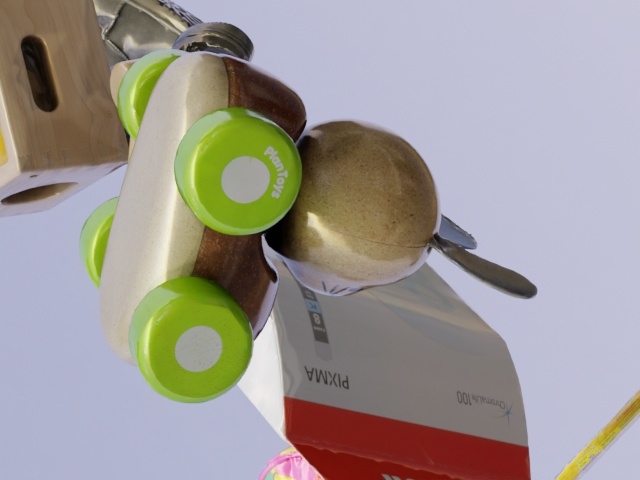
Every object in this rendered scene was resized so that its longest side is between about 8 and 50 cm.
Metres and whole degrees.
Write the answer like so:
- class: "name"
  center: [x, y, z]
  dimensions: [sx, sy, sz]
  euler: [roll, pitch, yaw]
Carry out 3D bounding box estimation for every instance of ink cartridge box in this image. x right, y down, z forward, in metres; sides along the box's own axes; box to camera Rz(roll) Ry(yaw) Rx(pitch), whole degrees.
- class: "ink cartridge box"
  center: [0.065, 0.112, 1.456]
  dimensions: [0.308, 0.091, 0.385]
  euler: [17, -161, -44]

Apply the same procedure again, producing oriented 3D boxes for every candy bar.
- class: "candy bar"
  center: [0.268, 0.174, 1.652]
  dimensions: [0.018, 0.161, 0.040]
  euler: [45, -177, 20]

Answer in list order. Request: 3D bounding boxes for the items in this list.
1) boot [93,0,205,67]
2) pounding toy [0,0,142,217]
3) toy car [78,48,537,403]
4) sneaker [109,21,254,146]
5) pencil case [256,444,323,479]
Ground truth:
- class: "boot"
  center: [-0.194, -0.130, 1.635]
  dimensions: [0.189, 0.208, 0.076]
  euler: [33, -170, 3]
- class: "pounding toy"
  center: [-0.178, -0.074, 1.143]
  dimensions: [0.094, 0.206, 0.181]
  euler: [-9, -99, -36]
- class: "toy car"
  center: [0.000, 0.000, 0.841]
  dimensions: [0.188, 0.149, 0.155]
  euler: [11, -166, -21]
- class: "sneaker"
  center: [-0.122, -0.089, 1.240]
  dimensions: [0.051, 0.170, 0.089]
  euler: [48, -135, -29]
- class: "pencil case"
  center: [0.022, 0.212, 1.703]
  dimensions: [0.104, 0.104, 0.236]
  euler: [48, -152, 5]
